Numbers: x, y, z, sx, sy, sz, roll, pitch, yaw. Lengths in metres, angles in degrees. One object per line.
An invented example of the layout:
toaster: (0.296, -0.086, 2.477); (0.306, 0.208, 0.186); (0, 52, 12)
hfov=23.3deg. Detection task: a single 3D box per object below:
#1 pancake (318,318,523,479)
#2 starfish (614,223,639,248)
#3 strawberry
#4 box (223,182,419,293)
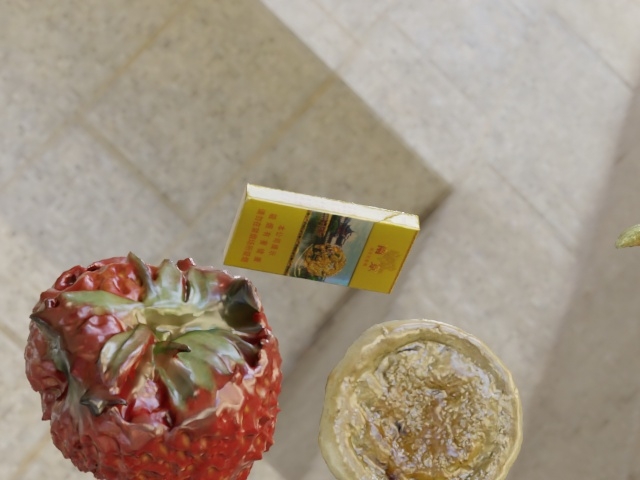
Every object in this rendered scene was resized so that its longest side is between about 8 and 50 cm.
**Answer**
pancake: (0.072, 0.127, 1.084); (0.151, 0.151, 0.025); (-49, -1, -20)
starfish: (0.370, 0.107, 0.967); (0.347, 0.357, 0.078); (-104, 27, -49)
strawberry: (-0.156, 0.145, 1.485); (0.261, 0.261, 0.258); (-55, -16, -50)
box: (0.000, 0.000, 1.350); (0.023, 0.155, 0.087); (-94, 18, -48)
